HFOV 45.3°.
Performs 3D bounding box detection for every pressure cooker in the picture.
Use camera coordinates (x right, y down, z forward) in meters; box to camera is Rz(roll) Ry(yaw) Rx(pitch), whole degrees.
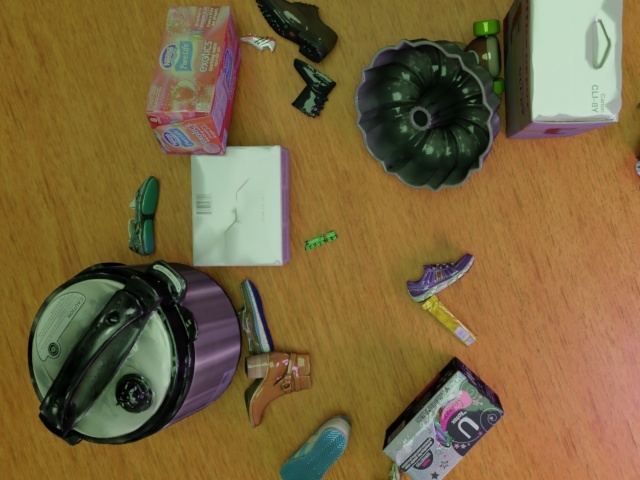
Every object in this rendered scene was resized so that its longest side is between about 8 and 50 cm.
[{"bbox_3d":[-0.392,0.226,1.618,0.375,0.420,0.370,-6,90,17],"label":"pressure cooker"}]

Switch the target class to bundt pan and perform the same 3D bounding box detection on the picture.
[{"bbox_3d":[0.239,-0.278,1.632,0.330,0.124,0.331,20,127,29],"label":"bundt pan"}]

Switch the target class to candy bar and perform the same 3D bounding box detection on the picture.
[{"bbox_3d":[0.296,0.186,1.737,0.161,0.018,0.040,42,101,-18],"label":"candy bar"}]

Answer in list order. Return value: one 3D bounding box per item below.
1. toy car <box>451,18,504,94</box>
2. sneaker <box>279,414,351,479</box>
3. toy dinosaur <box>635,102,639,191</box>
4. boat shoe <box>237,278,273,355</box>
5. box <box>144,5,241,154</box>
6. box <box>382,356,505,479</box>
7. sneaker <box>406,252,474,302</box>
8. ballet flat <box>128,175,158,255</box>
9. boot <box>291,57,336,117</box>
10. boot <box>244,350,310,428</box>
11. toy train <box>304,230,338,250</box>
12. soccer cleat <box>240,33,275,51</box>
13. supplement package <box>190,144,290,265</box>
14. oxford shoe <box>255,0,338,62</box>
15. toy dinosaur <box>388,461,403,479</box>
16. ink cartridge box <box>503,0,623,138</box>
[{"bbox_3d":[0.299,-0.390,1.674,0.188,0.149,0.155,-4,103,18],"label":"toy car"},{"bbox_3d":[-0.006,0.496,1.784,0.087,0.092,0.229,44,116,0],"label":"sneaker"},{"bbox_3d":[0.786,-0.247,1.650,0.313,0.121,0.160,-28,102,3],"label":"toy dinosaur"},{"bbox_3d":[-0.165,0.183,1.788,0.066,0.066,0.183,-15,92,8],"label":"boat shoe"},{"bbox_3d":[-0.268,-0.347,1.658,0.142,0.154,0.300,2,62,6],"label":"box"},{"bbox_3d":[0.272,0.407,1.705,0.142,0.163,0.247,41,97,4],"label":"box"},{"bbox_3d":[0.270,0.075,1.735,0.169,0.068,0.071,-32,84,8],"label":"sneaker"},{"bbox_3d":[-0.424,-0.060,1.806,0.070,0.070,0.189,6,91,6],"label":"ballet flat"},{"bbox_3d":[-0.032,-0.346,1.754,0.121,0.045,0.099,34,99,2],"label":"boot"},{"bbox_3d":[-0.098,0.350,1.792,0.152,0.073,0.197,-3,116,-14],"label":"boot"},{"bbox_3d":[0.000,0.000,1.784,0.083,0.017,0.024,-22,81,7],"label":"toy train"},{"bbox_3d":[-0.145,-0.454,1.766,0.083,0.029,0.036,6,90,1],"label":"soccer cleat"},{"bbox_3d":[-0.177,-0.078,1.733,0.203,0.145,0.262,0,93,6],"label":"supplement package"},{"bbox_3d":[-0.055,-0.505,1.738,0.227,0.083,0.096,42,74,4],"label":"oxford shoe"},{"bbox_3d":[0.106,0.624,1.759,0.064,0.118,0.268,42,96,12],"label":"toy dinosaur"},{"bbox_3d":[0.466,-0.356,1.525,0.160,0.384,0.280,-1,93,6],"label":"ink cartridge box"}]
